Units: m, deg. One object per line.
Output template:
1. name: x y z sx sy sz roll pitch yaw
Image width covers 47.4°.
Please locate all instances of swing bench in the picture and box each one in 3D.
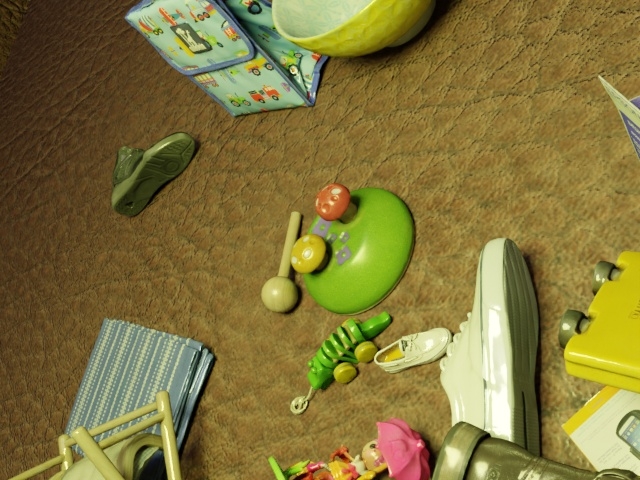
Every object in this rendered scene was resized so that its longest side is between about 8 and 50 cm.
1. swing bench: -0.296 0.379 1.000 0.253 0.165 0.254 -27 83 31

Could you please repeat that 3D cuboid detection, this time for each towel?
1. towel: -0.310 0.263 1.208 0.336 0.040 0.243 5 73 49

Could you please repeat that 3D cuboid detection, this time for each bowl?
1. bowl: 0.082 -0.379 1.085 0.290 0.156 0.289 -25 51 34

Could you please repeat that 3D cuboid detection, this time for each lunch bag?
1. lunch bag: -0.161 -0.341 1.205 0.221 0.293 0.138 3 70 47

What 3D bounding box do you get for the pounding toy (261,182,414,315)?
1. pounding toy: 0.000 0.000 0.981 0.237 0.110 0.182 -12 59 41

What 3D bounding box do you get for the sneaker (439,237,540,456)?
1. sneaker: 0.167 0.120 0.750 0.091 0.094 0.258 -12 60 36

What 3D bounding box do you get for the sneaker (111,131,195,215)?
1. sneaker: -0.340 -0.162 1.442 0.227 0.087 0.130 -40 50 29

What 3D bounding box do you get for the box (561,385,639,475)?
1. box: 0.286 0.190 0.639 0.081 0.028 0.136 -48 44 14

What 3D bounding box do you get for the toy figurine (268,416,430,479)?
1. toy figurine: 0.041 0.256 0.791 0.159 0.173 0.130 -25 85 -12

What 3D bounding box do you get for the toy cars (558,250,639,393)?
1. toy cars: 0.292 0.130 0.543 0.177 0.087 0.393 -10 26 -3

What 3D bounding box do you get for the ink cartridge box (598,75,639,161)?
1. ink cartridge box: 0.326 -0.031 0.588 0.045 0.208 0.206 -38 45 13

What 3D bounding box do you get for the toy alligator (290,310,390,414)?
1. toy alligator: 0.011 0.153 0.923 0.189 0.051 0.056 -46 42 16

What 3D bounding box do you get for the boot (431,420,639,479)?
1. boot: 0.199 0.289 0.608 0.229 0.091 0.262 12 101 33

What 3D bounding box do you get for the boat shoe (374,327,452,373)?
1. boat shoe: 0.106 0.126 0.853 0.100 0.035 0.035 -28 50 33
